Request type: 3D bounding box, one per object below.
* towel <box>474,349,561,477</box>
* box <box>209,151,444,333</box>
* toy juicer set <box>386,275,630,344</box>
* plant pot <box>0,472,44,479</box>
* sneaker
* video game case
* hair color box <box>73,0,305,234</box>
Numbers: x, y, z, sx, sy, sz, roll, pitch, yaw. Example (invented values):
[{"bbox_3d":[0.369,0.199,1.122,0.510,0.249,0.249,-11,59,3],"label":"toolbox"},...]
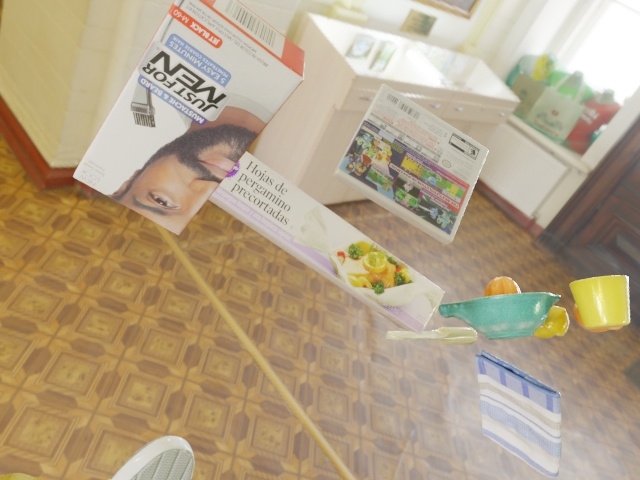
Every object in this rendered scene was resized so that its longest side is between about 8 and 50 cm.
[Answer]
[{"bbox_3d":[0.444,0.396,1.237,0.034,0.285,0.209,-32,36,-27],"label":"towel"},{"bbox_3d":[0.000,0.000,0.644,0.324,0.063,0.067,34,-11,-12],"label":"box"},{"bbox_3d":[0.287,0.104,0.824,0.209,0.329,0.089,18,63,-56],"label":"toy juicer set"},{"bbox_3d":[-0.179,0.278,0.332,0.212,0.212,0.187,43,6,-37],"label":"plant pot"},{"bbox_3d":[-0.246,0.319,0.636,0.094,0.258,0.091,35,4,-40],"label":"sneaker"},{"bbox_3d":[0.142,-0.118,0.829,0.201,0.023,0.183,31,66,-7],"label":"video game case"},{"bbox_3d":[-0.097,-0.091,0.398,0.093,0.167,0.053,31,33,-22],"label":"hair color box"}]
